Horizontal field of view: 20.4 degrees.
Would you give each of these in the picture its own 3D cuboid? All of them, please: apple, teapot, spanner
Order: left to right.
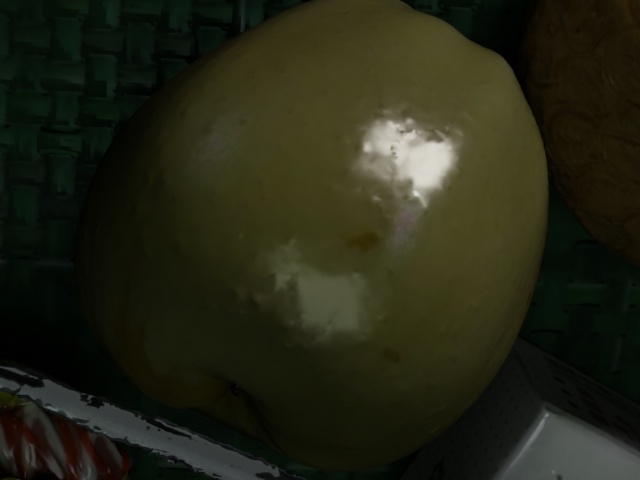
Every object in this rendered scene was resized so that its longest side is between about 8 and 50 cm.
[{"bbox_3d":[-0.005,0.107,0.739,0.325,0.093,0.026,23,83,-5],"label":"spanner"},{"bbox_3d":[0.000,0.000,0.723,0.200,0.200,0.200,-3,112,-6],"label":"apple"},{"bbox_3d":[0.194,-0.053,0.735,0.203,0.167,0.311,-17,114,-1],"label":"teapot"}]

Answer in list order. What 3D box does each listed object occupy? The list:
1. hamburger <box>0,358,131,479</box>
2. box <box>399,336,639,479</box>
[{"bbox_3d":[-0.182,0.131,0.789,0.210,0.116,0.173,-2,115,-6],"label":"hamburger"},{"bbox_3d":[0.173,0.216,0.881,0.330,0.095,0.210,29,105,-15],"label":"box"}]
